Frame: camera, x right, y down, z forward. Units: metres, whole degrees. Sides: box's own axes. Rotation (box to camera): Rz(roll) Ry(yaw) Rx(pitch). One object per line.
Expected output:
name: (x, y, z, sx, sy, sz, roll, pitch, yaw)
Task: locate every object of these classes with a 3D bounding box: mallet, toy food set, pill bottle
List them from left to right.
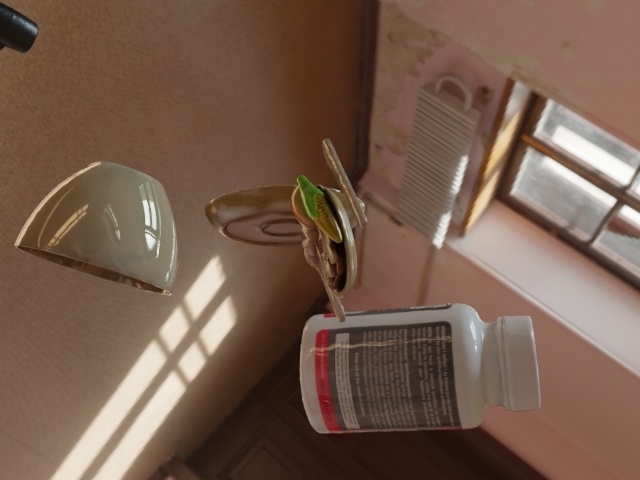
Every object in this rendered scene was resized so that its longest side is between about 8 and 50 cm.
mallet: (-0.368, -0.162, 0.754, 0.062, 0.039, 0.189, 36, 86, -42)
toy food set: (0.000, 0.000, 0.778, 0.039, 0.132, 0.192, -12, 144, -16)
pill bottle: (0.143, 0.182, 1.045, 0.176, 0.319, 0.176, -6, 90, -76)

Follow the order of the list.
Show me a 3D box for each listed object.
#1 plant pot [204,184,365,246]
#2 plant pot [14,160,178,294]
plant pot: (-0.052, -0.029, 1.076, 0.236, 0.236, 0.032, 51, 35, -71)
plant pot: (-0.379, -0.032, 1.327, 0.284, 0.284, 0.191, 49, 56, -71)
